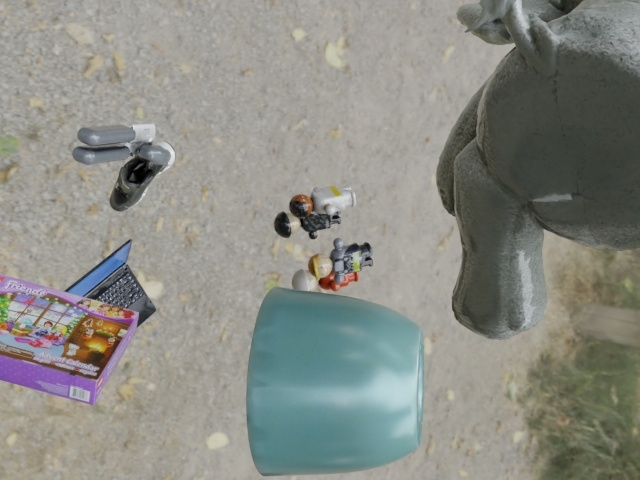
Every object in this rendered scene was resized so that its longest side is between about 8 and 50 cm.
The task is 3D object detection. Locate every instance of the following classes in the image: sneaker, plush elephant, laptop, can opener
[{"bbox_3d":[-0.439,-0.141,1.726,0.078,0.234,0.106,50,30,-1],"label":"sneaker"},{"bbox_3d":[0.215,-0.105,0.493,0.255,0.272,0.330,-38,112,-35],"label":"plush elephant"},{"bbox_3d":[-0.544,0.162,1.935,0.234,0.137,0.264,-44,121,-33],"label":"laptop"},{"bbox_3d":[-0.382,-0.190,1.461,0.280,0.093,0.074,-27,136,-72],"label":"can opener"}]

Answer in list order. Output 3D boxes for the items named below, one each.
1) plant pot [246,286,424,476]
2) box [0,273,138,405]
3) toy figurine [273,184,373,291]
[{"bbox_3d":[0.039,0.219,1.139,0.293,0.235,0.292,1,90,-78],"label":"plant pot"},{"bbox_3d":[-0.480,0.156,1.245,0.201,0.293,0.057,-77,-177,-62],"label":"box"},{"bbox_3d":[0.000,0.000,1.529,0.148,0.209,0.213,-12,79,-14],"label":"toy figurine"}]
